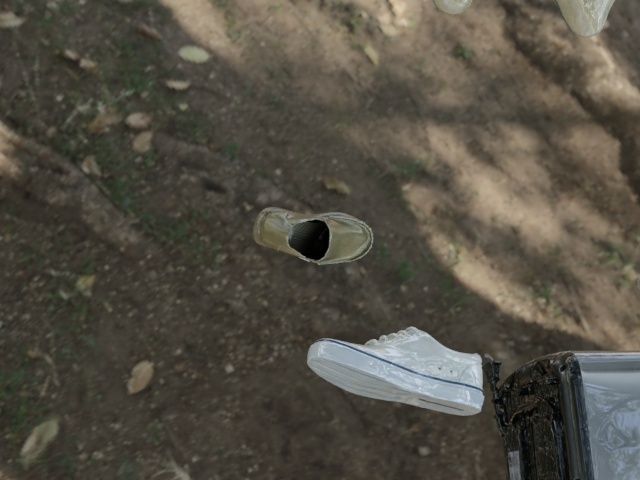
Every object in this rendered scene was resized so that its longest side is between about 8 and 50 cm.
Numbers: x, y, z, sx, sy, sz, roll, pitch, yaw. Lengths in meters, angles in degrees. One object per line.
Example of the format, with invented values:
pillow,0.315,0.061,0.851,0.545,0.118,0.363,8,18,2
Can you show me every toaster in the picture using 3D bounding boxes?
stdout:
toaster,0.187,0.153,0.704,0.110,0.168,0.185,-2,76,-7

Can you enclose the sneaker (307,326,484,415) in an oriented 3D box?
sneaker,0.101,0.161,1.398,0.258,0.094,0.091,19,63,-23

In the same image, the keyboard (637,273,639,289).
keyboard,0.294,0.039,0.843,0.014,0.072,0.256,7,14,1

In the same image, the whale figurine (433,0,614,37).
whale figurine,0.179,-0.311,1.014,0.272,0.216,0.141,31,14,-10

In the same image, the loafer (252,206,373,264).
loafer,0.000,0.000,1.077,0.148,0.050,0.056,3,108,-38
